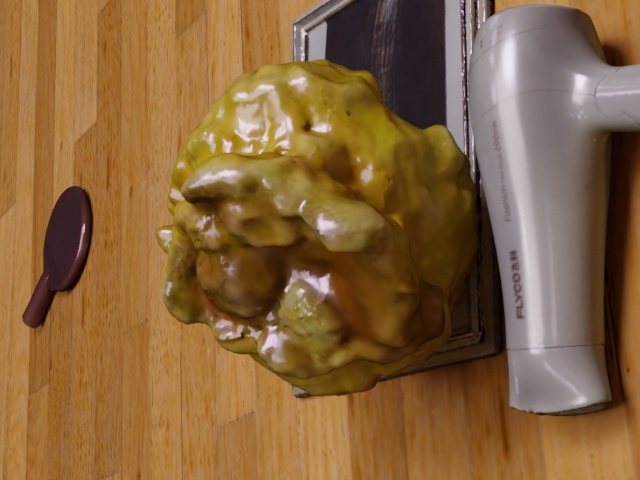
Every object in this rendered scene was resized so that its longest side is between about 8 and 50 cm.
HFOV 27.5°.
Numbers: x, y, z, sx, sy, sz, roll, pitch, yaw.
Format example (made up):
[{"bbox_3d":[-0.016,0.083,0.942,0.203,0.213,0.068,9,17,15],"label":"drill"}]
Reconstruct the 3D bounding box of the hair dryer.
[{"bbox_3d":[0.169,-0.027,0.609,0.237,0.075,0.206,-14,77,49],"label":"hair dryer"}]

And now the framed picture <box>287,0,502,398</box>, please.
[{"bbox_3d":[0.038,-0.053,0.860,0.231,0.018,0.293,-23,62,55],"label":"framed picture"}]

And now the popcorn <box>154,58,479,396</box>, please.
[{"bbox_3d":[-0.004,0.003,0.720,0.197,0.198,0.155,-37,22,50],"label":"popcorn"}]

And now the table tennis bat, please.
[{"bbox_3d":[-0.318,0.013,1.343,0.170,0.119,0.107,-63,35,25],"label":"table tennis bat"}]
